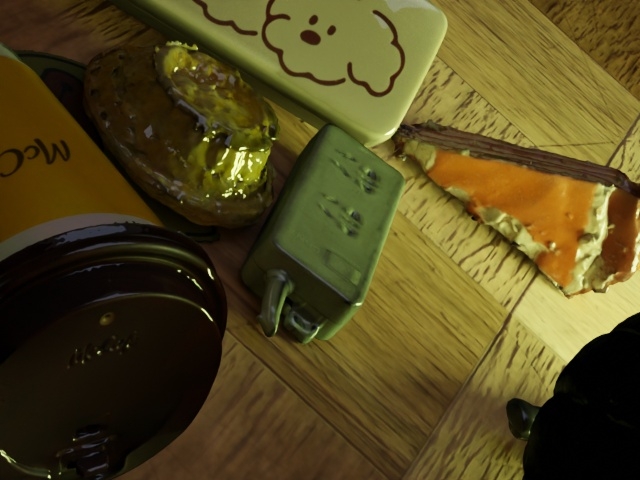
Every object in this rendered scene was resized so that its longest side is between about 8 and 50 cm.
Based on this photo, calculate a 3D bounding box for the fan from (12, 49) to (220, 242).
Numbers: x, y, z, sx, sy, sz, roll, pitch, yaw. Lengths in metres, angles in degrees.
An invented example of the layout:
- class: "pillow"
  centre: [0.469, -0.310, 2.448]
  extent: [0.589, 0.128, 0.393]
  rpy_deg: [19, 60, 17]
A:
- class: "fan"
  centre: [-0.212, -0.090, 1.309]
  extent: [0.335, 0.011, 0.229]
  rpy_deg: [32, 30, -16]

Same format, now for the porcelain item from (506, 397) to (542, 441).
- class: "porcelain item"
  centre: [0.234, 0.168, 1.437]
  extent: [0.216, 0.069, 0.081]
  rpy_deg: [15, 52, -40]

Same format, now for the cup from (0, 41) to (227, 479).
- class: "cup"
  centre: [-0.186, 0.005, 1.055]
  extent: [0.196, 0.196, 0.279]
  rpy_deg: [9, 36, -44]

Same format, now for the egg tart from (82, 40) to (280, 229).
- class: "egg tart"
  centre: [-0.103, -0.095, 1.372]
  extent: [0.191, 0.074, 0.191]
  rpy_deg: [29, 31, -20]

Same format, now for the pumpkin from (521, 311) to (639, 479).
- class: "pumpkin"
  centre: [0.285, 0.184, 1.299]
  extent: [0.296, 0.296, 0.296]
  rpy_deg: [30, 32, -21]

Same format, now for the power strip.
- class: "power strip"
  centre: [0.000, 0.000, 1.401]
  extent: [0.093, 0.053, 0.288]
  rpy_deg: [37, 29, -9]

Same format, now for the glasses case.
- class: "glasses case"
  centre: [-0.059, -0.220, 1.511]
  extent: [0.336, 0.076, 0.144]
  rpy_deg: [30, 76, -14]

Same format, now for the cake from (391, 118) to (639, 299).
- class: "cake"
  centre: [0.188, -0.038, 1.652]
  extent: [0.287, 0.135, 0.098]
  rpy_deg: [25, 33, 9]
